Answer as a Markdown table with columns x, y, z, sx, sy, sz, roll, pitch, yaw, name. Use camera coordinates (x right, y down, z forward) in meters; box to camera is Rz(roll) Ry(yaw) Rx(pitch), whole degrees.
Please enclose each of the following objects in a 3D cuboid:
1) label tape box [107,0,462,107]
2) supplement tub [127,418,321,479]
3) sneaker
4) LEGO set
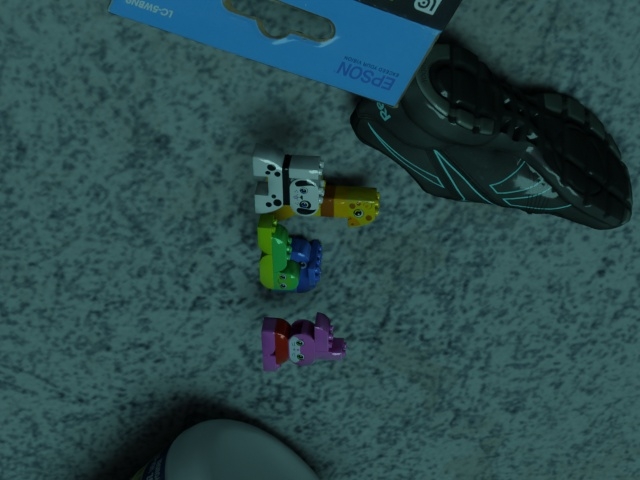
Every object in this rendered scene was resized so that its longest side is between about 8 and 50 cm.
| x | y | z | sx | sy | sz | roll | pitch | yaw | name |
| --- | --- | --- | --- | --- | --- | --- | --- | --- | --- |
| 0.021 | -0.280 | 1.126 | 0.240 | 0.106 | 0.333 | 17 | 124 | -24 | label tape box |
| -0.143 | 0.337 | 1.528 | 0.316 | 0.228 | 0.228 | -41 | 125 | 21 | supplement tub |
| 0.144 | -0.075 | 1.348 | 0.267 | 0.101 | 0.106 | 27 | 142 | -30 | sneaker |
| 0.000 | 0.000 | 1.365 | 0.093 | 0.087 | 0.227 | 3 | 130 | 6 | LEGO set |
